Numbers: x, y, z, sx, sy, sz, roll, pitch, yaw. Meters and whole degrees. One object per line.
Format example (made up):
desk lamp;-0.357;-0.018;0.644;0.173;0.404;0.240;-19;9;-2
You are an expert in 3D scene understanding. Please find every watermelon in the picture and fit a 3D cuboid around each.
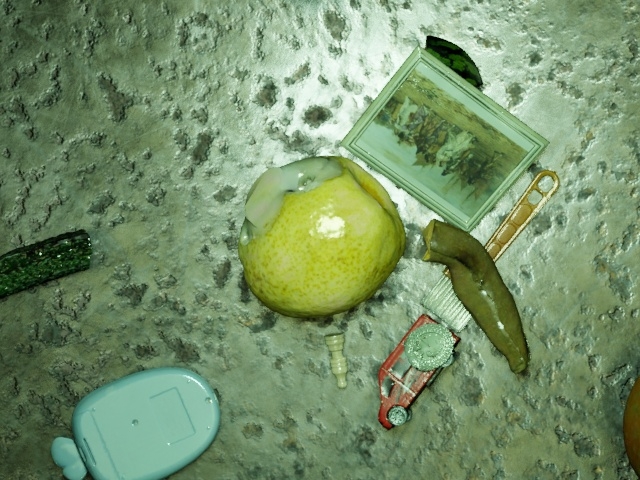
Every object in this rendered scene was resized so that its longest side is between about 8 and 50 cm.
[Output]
watermelon;0.192;-0.269;1.774;0.125;0.135;0.094;46;134;-1

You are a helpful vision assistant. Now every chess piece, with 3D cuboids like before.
chess piece;0.030;0.204;1.820;0.035;0.035;0.092;-9;94;5

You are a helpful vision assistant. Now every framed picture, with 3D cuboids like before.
framed picture;0.199;-0.154;1.743;0.274;0.017;0.217;33;114;-11

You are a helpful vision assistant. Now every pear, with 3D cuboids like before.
pear;0.000;0.000;1.711;0.271;0.271;0.271;0;91;4

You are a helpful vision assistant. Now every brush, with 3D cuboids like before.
brush;0.295;0.008;1.804;0.090;0.017;0.314;38;93;0

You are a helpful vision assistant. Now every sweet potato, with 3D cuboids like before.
sweet potato;0.253;0.087;1.751;0.085;0.112;0.285;-23;99;46

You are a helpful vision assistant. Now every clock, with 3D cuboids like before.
clock;0.176;0.171;1.743;0.083;0.010;0.074;-30;69;10

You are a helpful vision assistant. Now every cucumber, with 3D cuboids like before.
cucumber;-0.503;0.047;1.836;0.265;0.077;0.077;-18;90;4

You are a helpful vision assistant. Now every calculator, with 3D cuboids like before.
calculator;-0.317;0.326;1.843;0.303;0.042;0.188;-24;90;1

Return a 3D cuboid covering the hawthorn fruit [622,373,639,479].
hawthorn fruit;0.594;0.291;1.672;0.268;0.301;0.267;-11;110;-33

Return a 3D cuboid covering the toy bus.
toy bus;0.149;0.221;1.789;0.089;0.081;0.195;37;94;12
